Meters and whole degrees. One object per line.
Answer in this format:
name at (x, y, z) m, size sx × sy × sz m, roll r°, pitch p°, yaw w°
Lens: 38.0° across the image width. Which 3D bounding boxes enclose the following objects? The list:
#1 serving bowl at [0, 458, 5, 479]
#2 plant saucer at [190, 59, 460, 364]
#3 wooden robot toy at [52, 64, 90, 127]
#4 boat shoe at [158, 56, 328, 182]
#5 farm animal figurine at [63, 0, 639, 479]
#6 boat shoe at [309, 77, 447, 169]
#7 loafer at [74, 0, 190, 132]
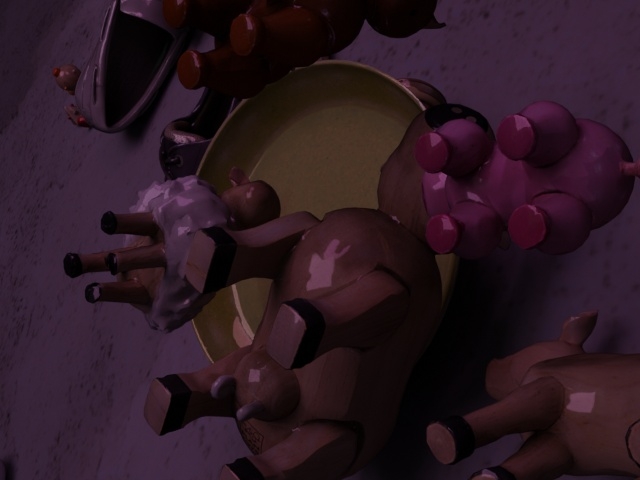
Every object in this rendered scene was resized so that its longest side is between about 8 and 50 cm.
serving bowl at (-0.368, 0.275, 1.019) m, size 0.083 × 0.027 × 0.083 m, roll -35°, pitch 41°, yaw 37°
plant saucer at (0.000, 0.000, 0.631) m, size 0.241 × 0.037 × 0.240 m, roll -7°, pitch 79°, yaw 39°
wooden robot toy at (-0.327, -0.209, 1.267) m, size 0.173 × 0.079 × 0.076 m, roll -21°, pitch 51°, yaw 47°
boat shoe at (-0.101, -0.080, 0.840) m, size 0.285 × 0.092 × 0.103 m, roll -57°, pitch 33°, yaw 9°
farm animal figurine at (0.043, 0.026, 0.472) m, size 0.330 × 0.172 × 0.326 m, roll 56°, pitch 131°, yaw 24°
boat shoe at (0.016, -0.057, 0.686) m, size 0.178 × 0.064 × 0.060 m, roll -24°, pitch 47°, yaw 41°
loafer at (-0.195, -0.273, 1.104) m, size 0.319 × 0.112 × 0.111 m, roll -65°, pitch 30°, yaw 12°
